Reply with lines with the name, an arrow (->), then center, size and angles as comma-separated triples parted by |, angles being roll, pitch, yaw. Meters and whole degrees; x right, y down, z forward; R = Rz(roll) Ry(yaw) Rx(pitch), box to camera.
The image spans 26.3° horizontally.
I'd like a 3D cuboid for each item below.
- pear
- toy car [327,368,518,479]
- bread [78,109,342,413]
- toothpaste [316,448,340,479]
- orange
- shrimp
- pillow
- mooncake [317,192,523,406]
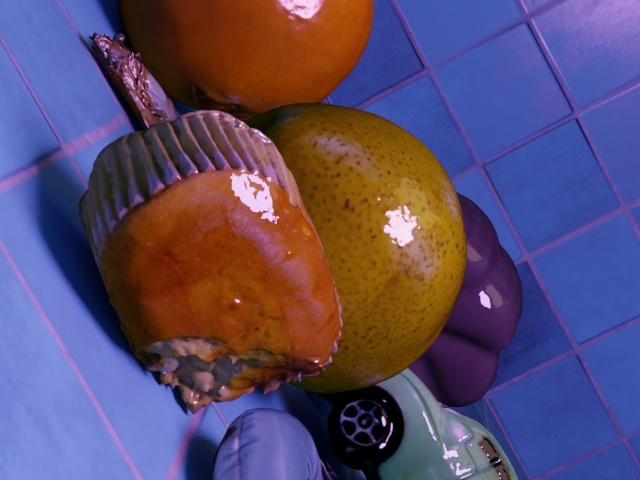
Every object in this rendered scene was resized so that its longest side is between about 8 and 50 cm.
pear -> 0.000, 0.000, 1.341 | 0.294, 0.294, 0.294 | 60, 9, -16
toy car -> 0.133, 0.278, 1.458 | 0.213, 0.176, 0.358 | 83, -18, -74
bread -> -0.084, 0.022, 1.103 | 0.133, 0.179, 0.250 | 60, -5, 50
toothpaste -> 0.013, 0.264, 1.375 | 0.071, 0.045, 0.193 | 59, 3, -40
orange -> -0.086, -0.290, 1.617 | 0.312, 0.312, 0.312 | 60, 9, -16
shrimp -> -0.187, -0.152, 1.459 | 0.184, 0.043, 0.091 | 58, 13, -30
pillow -> -0.022, 0.247, 1.093 | 0.233, 0.086, 0.214 | -105, 169, -48
mooncake -> 0.086, 0.072, 1.606 | 0.306, 0.306, 0.154 | 59, 16, -21
